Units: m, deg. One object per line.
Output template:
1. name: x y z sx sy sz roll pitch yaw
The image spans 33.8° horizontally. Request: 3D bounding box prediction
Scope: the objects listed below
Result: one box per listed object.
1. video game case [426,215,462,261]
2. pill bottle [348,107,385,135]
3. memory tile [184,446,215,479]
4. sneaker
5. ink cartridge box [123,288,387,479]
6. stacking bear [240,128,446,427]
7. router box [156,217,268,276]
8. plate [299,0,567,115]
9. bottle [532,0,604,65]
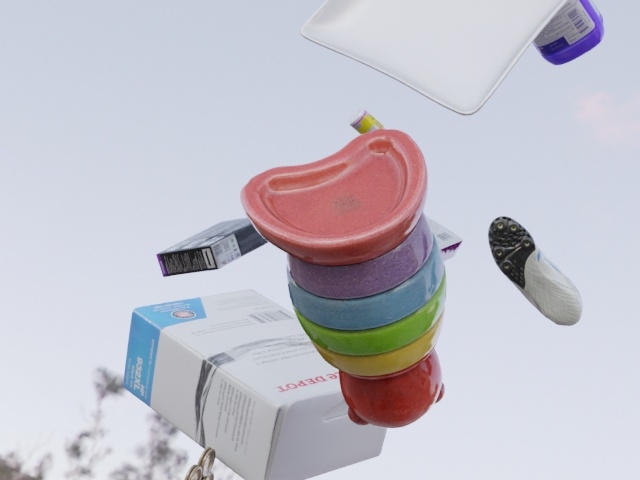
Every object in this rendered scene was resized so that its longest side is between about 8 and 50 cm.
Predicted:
1. video game case: 0.085 -0.022 1.607 0.210 0.232 0.042 32 -69 19
2. pill bottle: 0.099 -0.220 2.080 0.083 0.043 0.043 39 -33 -17
3. memory tile: -0.161 0.335 1.298 0.012 0.113 0.148 16 -59 17
4. sneaker: 0.377 0.054 1.879 0.237 0.085 0.086 50 8 -6
5. ink cartridge box: -0.084 0.190 1.420 0.223 0.129 0.307 -6 24 -45
6. stacking bear: 0.052 0.066 1.046 0.175 0.164 0.289 -21 -54 -7
7. router box: -0.170 0.006 1.792 0.133 0.179 0.046 -8 -76 39
8. plate: 0.160 -0.290 1.288 0.277 0.278 0.045 31 -16 33
9. bottle: 0.348 -0.417 1.708 0.118 0.092 0.283 -28 -59 29
